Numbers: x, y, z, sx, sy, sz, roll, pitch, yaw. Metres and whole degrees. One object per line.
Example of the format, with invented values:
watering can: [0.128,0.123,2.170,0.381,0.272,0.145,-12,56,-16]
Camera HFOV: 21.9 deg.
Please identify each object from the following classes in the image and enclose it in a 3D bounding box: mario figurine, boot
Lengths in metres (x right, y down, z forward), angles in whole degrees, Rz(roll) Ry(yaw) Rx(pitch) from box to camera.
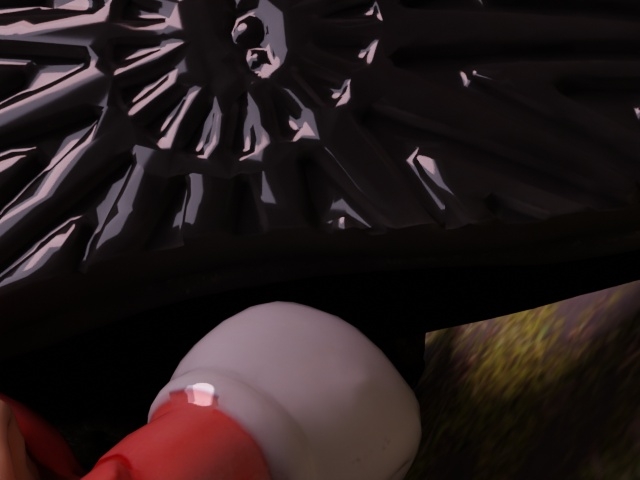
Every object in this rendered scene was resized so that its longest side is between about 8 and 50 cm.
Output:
mario figurine: [-0.045,0.127,0.324,0.198,0.170,0.320,-19,18,-9]
boot: [0.015,-0.001,0.514,0.260,0.348,0.131,53,-151,-61]
